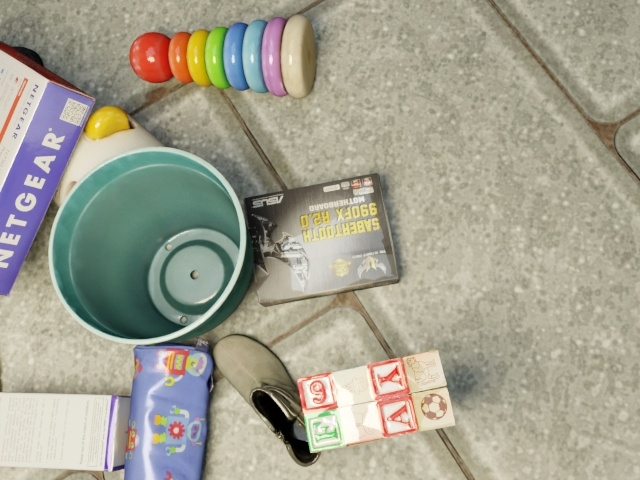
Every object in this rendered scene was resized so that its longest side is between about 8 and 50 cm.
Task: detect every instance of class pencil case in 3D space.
[{"bbox_3d":[-0.230,0.304,0.988,0.133,0.119,0.306,10,73,-31],"label":"pencil case"}]

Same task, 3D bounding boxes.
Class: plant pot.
[{"bbox_3d":[-0.219,0.033,0.982,0.272,0.255,0.271,-2,76,6],"label":"plant pot"}]

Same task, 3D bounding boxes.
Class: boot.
[{"bbox_3d":[-0.079,0.225,0.968,0.246,0.161,0.083,43,83,14],"label":"boot"}]

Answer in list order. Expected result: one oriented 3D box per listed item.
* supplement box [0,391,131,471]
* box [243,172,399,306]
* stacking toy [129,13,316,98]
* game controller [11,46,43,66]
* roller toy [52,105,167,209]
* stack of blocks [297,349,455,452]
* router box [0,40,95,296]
[{"bbox_3d":[-0.404,0.295,1.009,0.220,0.111,0.114,-1,76,5],"label":"supplement box"},{"bbox_3d":[0.000,0.000,1.071,0.231,0.056,0.183,-10,75,4],"label":"box"},{"bbox_3d":[-0.181,-0.324,1.136,0.330,0.141,0.141,4,77,11],"label":"stacking toy"},{"bbox_3d":[-0.593,-0.211,1.190,0.166,0.067,0.319,-5,76,-10],"label":"game controller"},{"bbox_3d":[-0.344,-0.108,1.059,0.146,0.209,0.191,41,88,15],"label":"roller toy"},{"bbox_3d":[0.078,0.225,0.882,0.171,0.297,0.087,-12,73,2],"label":"stack of blocks"},{"bbox_3d":[-0.526,-0.129,1.010,0.301,0.082,0.335,32,99,34],"label":"router box"}]
